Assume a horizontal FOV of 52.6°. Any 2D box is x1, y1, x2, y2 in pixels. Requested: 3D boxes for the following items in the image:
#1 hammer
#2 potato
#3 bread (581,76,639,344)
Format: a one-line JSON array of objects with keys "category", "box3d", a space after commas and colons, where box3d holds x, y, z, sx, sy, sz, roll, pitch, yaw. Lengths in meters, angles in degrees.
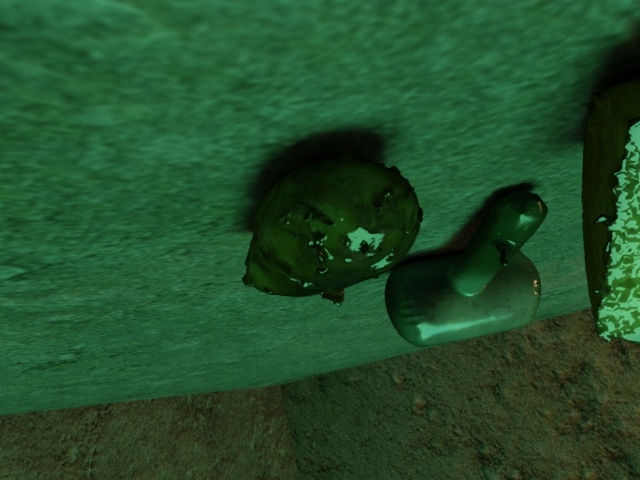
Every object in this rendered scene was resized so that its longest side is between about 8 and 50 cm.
[{"category": "hammer", "box3d": [0.196, 0.033, 0.774, 0.207, 0.118, 0.335, -12, 159, -8]}, {"category": "potato", "box3d": [0.000, 0.000, 0.506, 0.118, 0.090, 0.225, 9, 162, -18]}, {"category": "bread", "box3d": [0.253, -0.036, 0.459, 0.143, 0.139, 0.228, -6, 132, 8]}]
